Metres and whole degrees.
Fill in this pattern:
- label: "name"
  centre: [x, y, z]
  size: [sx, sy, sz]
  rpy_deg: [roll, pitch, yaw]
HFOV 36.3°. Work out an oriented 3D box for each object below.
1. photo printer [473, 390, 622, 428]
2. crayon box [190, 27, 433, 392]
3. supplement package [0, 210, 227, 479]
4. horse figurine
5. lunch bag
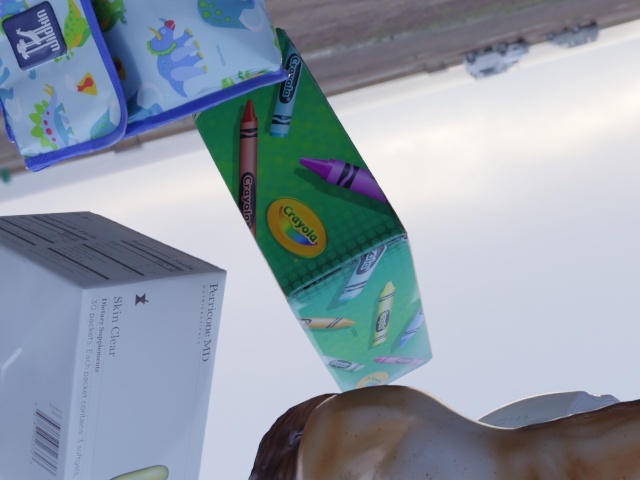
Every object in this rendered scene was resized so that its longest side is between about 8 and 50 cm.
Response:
- label: "photo printer"
  centre: [0.162, 0.279, 0.751]
  size: [0.107, 0.307, 0.256]
  rpy_deg: [12, 148, -25]
- label: "crayon box"
  centre: [0.000, 0.000, 0.695]
  size: [0.081, 0.165, 0.278]
  rpy_deg: [-28, 157, -2]
- label: "supplement package"
  centre: [-0.213, 0.126, 0.847]
  size: [0.204, 0.262, 0.145]
  rpy_deg: [20, -162, 39]
- label: "horse figurine"
  centre: [0.057, 0.134, 0.455]
  size: [0.263, 0.174, 0.066]
  rpy_deg: [12, 178, 34]
- label: "lunch bag"
  centre: [-0.106, -0.119, 0.507]
  size: [0.151, 0.129, 0.096]
  rpy_deg: [-19, -170, 2]
